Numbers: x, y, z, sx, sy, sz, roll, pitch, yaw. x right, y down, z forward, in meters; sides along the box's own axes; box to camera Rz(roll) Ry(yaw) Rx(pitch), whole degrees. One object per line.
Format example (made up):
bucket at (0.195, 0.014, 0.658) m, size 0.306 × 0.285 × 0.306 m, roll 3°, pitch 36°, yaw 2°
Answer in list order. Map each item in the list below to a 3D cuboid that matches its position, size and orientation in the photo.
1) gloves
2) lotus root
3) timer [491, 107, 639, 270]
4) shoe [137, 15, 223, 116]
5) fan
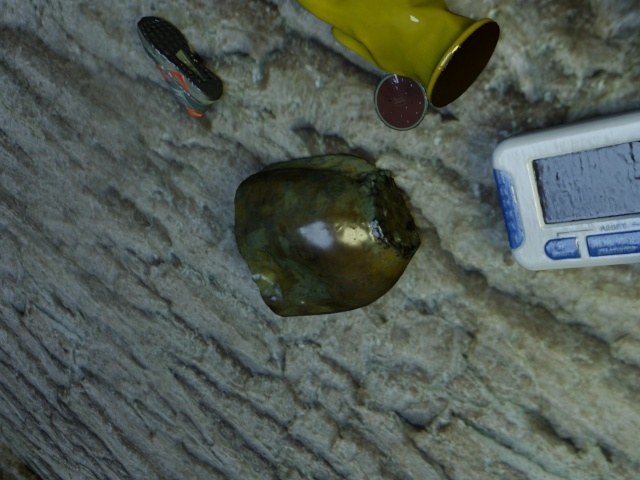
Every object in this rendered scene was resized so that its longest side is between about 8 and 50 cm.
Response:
gloves at (0.080, -0.309, 0.765) m, size 0.294 × 0.116 × 0.133 m, roll 44°, pitch 100°, yaw 19°
lotus root at (0.014, 0.010, 0.928) m, size 0.260 × 0.149 × 0.267 m, roll -4°, pitch 113°, yaw 37°
timer at (0.347, -0.062, 0.701) m, size 0.253 × 0.078 × 0.179 m, roll -6°, pitch 106°, yaw 35°
shoe at (-0.252, -0.295, 1.009) m, size 0.194 × 0.074 × 0.077 m, roll 47°, pitch 135°, yaw 3°
fan at (0.106, -0.221, 0.836) m, size 0.085 × 0.005 × 0.133 m, roll -7°, pitch 109°, yaw 38°
